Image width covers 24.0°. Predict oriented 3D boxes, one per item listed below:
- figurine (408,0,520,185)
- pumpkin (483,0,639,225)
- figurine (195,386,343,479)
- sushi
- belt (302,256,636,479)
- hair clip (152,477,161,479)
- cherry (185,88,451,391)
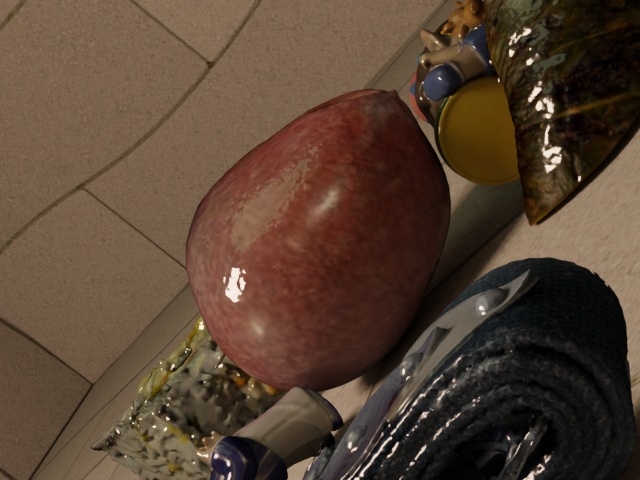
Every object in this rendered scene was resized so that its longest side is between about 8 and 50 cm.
[{"bbox_3d":[0.156,-0.140,1.410,0.275,0.161,0.158,-77,12,-83],"label":"figurine"},{"bbox_3d":[0.202,-0.173,1.231,0.278,0.163,0.111,-55,7,-18],"label":"pumpkin"},{"bbox_3d":[-0.090,0.226,1.226,0.274,0.133,0.194,-50,-7,-8],"label":"figurine"},{"bbox_3d":[-0.126,0.183,1.583,0.184,0.139,0.274,-54,5,-40],"label":"sushi"},{"bbox_3d":[0.077,0.119,0.772,0.218,0.122,0.128,-55,7,26],"label":"belt"},{"bbox_3d":[-0.186,0.325,1.370,0.220,0.054,0.140,-54,-33,-16],"label":"hair clip"},{"bbox_3d":[0.000,0.000,1.369,0.307,0.221,0.261,-56,16,15],"label":"cherry"}]
